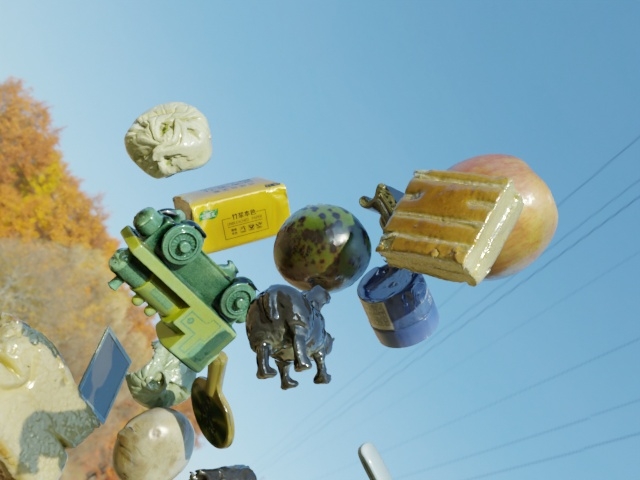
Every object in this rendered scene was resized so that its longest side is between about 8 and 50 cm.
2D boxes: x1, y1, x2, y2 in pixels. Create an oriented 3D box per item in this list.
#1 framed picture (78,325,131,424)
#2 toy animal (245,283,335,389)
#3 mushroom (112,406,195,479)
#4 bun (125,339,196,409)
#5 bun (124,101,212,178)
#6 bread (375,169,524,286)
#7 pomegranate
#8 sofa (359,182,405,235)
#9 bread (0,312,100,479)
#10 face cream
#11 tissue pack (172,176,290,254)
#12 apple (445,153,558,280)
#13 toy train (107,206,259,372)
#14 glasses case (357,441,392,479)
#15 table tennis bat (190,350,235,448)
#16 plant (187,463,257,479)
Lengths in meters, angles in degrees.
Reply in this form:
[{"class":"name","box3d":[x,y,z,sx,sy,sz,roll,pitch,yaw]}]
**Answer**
[{"class":"framed picture","box3d":[-0.684,0.429,2.044,0.019,0.232,0.296,13,-33,8]},{"class":"toy animal","box3d":[-0.036,0.158,1.078,0.343,0.106,0.168,25,53,-79]},{"class":"mushroom","box3d":[-0.473,0.581,1.831,0.184,0.255,0.254,43,-29,52]},{"class":"bun","box3d":[-0.465,0.393,1.893,0.126,0.204,0.212,148,-50,-74]},{"class":"bun","box3d":[-0.391,-0.264,1.669,0.229,0.229,0.145,52,-11,10]},{"class":"bread","box3d":[0.268,-0.034,1.386,0.246,0.239,0.111,14,-29,41]},{"class":"pomegranate","box3d":[0.017,0.004,1.639,0.242,0.306,0.242,8,-62,14]},{"class":"sofa","box3d":[0.254,-0.055,2.332,0.182,0.200,0.258,-40,-119,22]},{"class":"bread","box3d":[-0.816,0.410,1.618,0.371,0.279,0.390,-5,-63,33]},{"class":"face cream","box3d":[0.277,0.225,2.315,0.249,0.249,0.225,14,-43,52]},{"class":"tissue pack","box3d":[-0.341,-0.101,2.475,0.293,0.382,0.228,23,-54,62]},{"class":"apple","box3d":[0.506,-0.076,1.926,0.391,0.347,0.391,60,6,-11]},{"class":"toy train","box3d":[-0.300,0.093,1.363,0.369,0.237,0.150,52,-8,-37]},{"class":"glasses case","box3d":[0.181,0.745,2.107,0.045,0.067,0.178,-36,-101,43]},{"class":"table tennis bat","box3d":[-0.283,0.417,1.714,0.198,0.050,0.320,39,-48,36]},{"class":"plant","box3d":[-0.284,0.678,1.612,0.188,0.276,0.199,55,-46,25]}]
